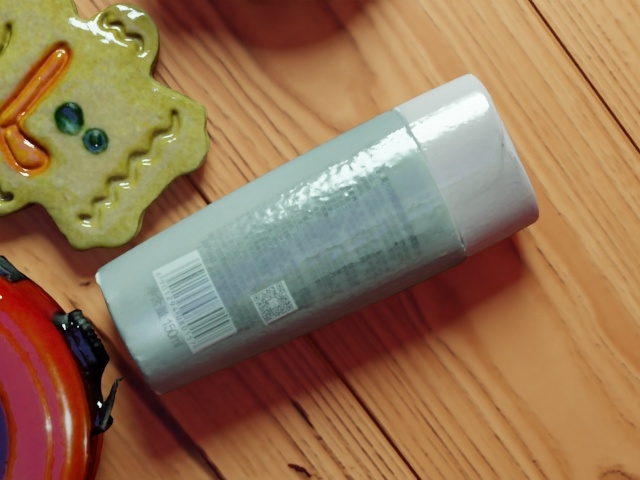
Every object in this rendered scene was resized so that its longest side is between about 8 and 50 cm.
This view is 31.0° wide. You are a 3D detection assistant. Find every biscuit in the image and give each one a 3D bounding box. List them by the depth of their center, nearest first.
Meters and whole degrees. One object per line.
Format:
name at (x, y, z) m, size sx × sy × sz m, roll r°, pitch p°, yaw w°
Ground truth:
biscuit at (-0.181, -0.098, 0.725) m, size 0.225 × 0.036 × 0.166 m, roll 44°, pitch 90°, yaw -4°

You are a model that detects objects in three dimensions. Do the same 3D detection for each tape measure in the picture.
tape measure at (-0.240, 0.125, 0.692) m, size 0.253 × 0.114 × 0.260 m, roll 6°, pitch 88°, yaw -4°

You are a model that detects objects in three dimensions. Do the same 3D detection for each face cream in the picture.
face cream at (0.000, 0.000, 0.723) m, size 0.269 × 0.073 × 0.107 m, roll -27°, pitch 99°, yaw -3°
